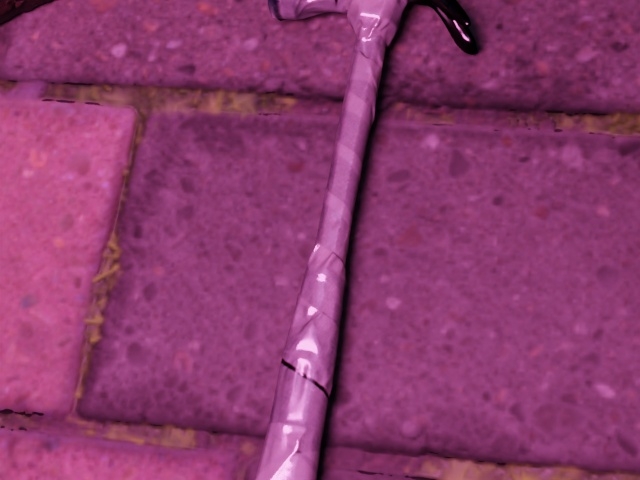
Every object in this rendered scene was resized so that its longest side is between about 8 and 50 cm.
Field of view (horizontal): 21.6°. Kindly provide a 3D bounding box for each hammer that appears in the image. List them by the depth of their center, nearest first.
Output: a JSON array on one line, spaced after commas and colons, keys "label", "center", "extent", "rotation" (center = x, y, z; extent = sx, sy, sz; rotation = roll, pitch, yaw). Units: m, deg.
[{"label": "hammer", "center": [0.000, 0.000, 1.130], "extent": [0.152, 0.044, 0.426], "rotation": [8, 71, 14]}]

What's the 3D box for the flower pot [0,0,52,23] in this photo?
[{"label": "flower pot", "center": [-0.290, -0.322, 1.195], "extent": [0.267, 0.267, 0.266], "rotation": [-4, 67, 11]}]
